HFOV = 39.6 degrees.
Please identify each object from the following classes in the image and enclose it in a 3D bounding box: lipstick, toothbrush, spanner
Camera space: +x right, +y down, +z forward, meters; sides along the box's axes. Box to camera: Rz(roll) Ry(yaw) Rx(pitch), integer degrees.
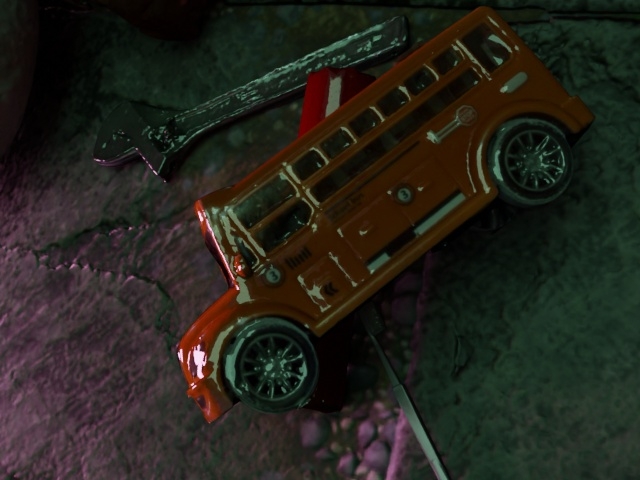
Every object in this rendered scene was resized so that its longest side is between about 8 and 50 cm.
[{"bbox_3d":[0.001,0.000,0.733,0.073,0.073,0.280,4,81,22],"label":"lipstick"},{"bbox_3d":[0.073,0.134,0.707,0.017,0.014,0.194,-28,70,13],"label":"toothbrush"},{"bbox_3d":[-0.068,-0.131,0.815,0.325,0.026,0.093,-21,71,14],"label":"spanner"}]

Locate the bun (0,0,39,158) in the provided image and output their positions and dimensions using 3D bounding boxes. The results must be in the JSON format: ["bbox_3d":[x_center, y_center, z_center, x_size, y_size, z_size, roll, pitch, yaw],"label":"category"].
[{"bbox_3d":[-0.438,-0.197,0.851,0.362,0.211,0.362,-2,87,35],"label":"bun"}]

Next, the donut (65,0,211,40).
[{"bbox_3d":[-0.250,-0.340,0.802,0.136,0.259,0.345,-48,66,13],"label":"donut"}]

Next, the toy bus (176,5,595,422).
[{"bbox_3d":[0.023,-0.014,0.632,0.329,0.143,0.153,-38,88,-8],"label":"toy bus"}]
